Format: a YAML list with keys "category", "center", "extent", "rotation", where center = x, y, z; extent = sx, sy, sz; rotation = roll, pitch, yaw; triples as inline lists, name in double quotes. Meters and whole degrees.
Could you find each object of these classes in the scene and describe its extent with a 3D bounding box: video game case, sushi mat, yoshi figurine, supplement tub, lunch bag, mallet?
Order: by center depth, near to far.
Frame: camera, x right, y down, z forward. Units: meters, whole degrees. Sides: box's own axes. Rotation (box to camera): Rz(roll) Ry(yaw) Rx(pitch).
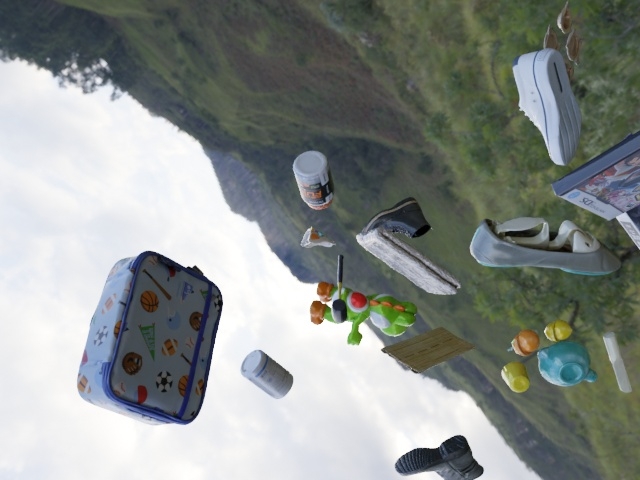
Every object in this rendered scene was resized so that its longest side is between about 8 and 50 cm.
- category: "lunch bag"
  center: [-0.294, 0.177, 1.055]
  extent: [0.243, 0.115, 0.303]
  rotation: [38, -131, -40]
- category: "video game case"
  center: [0.662, -0.144, 1.179]
  extent: [0.248, 0.275, 0.035]
  rotation: [15, -128, -39]
- category: "supplement tub"
  center: [-0.118, 0.294, 1.257]
  extent: [0.107, 0.071, 0.071]
  rotation: [46, -162, -30]
- category: "mallet"
  center: [0.049, 0.111, 1.451]
  extent: [0.062, 0.039, 0.189]
  rotation: [81, -171, -59]
- category: "sushi mat"
  center: [0.348, 0.347, 1.827]
  extent: [0.317, 0.019, 0.151]
  rotation: [-9, -151, -42]
- category: "supplement tub"
  center: [-0.017, -0.195, 1.890]
  extent: [0.190, 0.117, 0.117]
  rotation: [73, 174, -54]
- category: "yoshi figurine"
  center: [0.158, 0.257, 1.993]
  extent: [0.203, 0.363, 0.203]
  rotation: [-15, -69, -69]

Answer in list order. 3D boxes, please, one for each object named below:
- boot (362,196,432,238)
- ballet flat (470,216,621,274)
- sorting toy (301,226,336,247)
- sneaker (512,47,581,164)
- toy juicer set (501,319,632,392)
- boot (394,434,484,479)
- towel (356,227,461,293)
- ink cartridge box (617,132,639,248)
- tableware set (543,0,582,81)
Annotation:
- category: "boot"
  center: [0.236, -0.036, 1.767]
  extent: [0.077, 0.198, 0.137]
  rotation: [42, -164, -45]
- category: "ballet flat"
  center: [0.309, 0.004, 0.761]
  extent: [0.213, 0.068, 0.072]
  rotation: [3, -149, -6]
- category: "sorting toy"
  center: [0.000, 0.000, 1.436]
  extent: [0.075, 0.044, 0.083]
  rotation: [19, 169, -12]
- category: "sneaker"
  center: [0.457, -0.269, 1.156]
  extent: [0.091, 0.094, 0.258]
  rotation: [21, 145, 51]
- category: "toy juicer set"
  center: [0.659, 0.300, 1.524]
  extent: [0.089, 0.329, 0.209]
  rotation: [-77, -15, -71]
- category: "boot"
  center: [0.364, 0.702, 1.739]
  extent: [0.083, 0.247, 0.161]
  rotation: [-91, -24, -66]
- category: "towel"
  center: [0.238, 0.055, 1.546]
  extent: [0.282, 0.049, 0.187]
  rotation: [35, 169, -8]
- category: "ink cartridge box"
  center: [0.833, -0.095, 1.442]
  extent: [0.332, 0.165, 0.065]
  rotation: [48, 180, -9]
- category: "tableware set"
  center: [0.538, -0.429, 1.258]
  extent: [0.020, 0.141, 0.169]
  rotation: [11, 161, 44]
